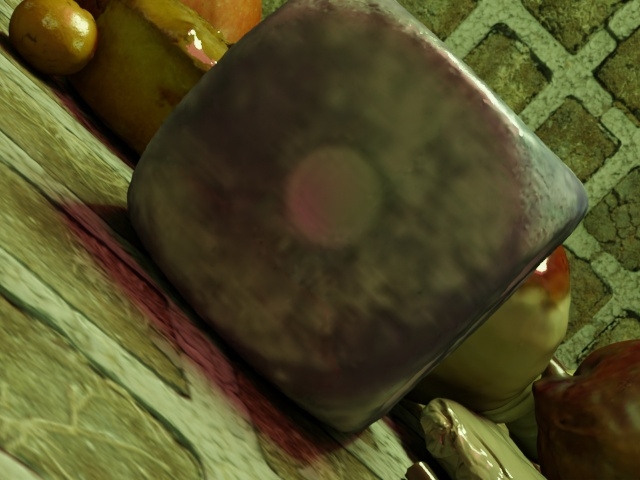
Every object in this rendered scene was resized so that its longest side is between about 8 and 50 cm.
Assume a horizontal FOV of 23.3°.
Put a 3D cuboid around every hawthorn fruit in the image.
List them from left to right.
[{"bbox_3d":[0.395,0.245,1.706,0.325,0.308,0.308,27,17,-39],"label":"hawthorn fruit"}]

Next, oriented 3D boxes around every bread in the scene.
[{"bbox_3d":[-0.133,-0.145,1.522,0.268,0.145,0.268,42,3,-3],"label":"bread"}]

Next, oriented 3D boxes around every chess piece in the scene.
[{"bbox_3d":[0.214,0.167,1.815,0.307,0.124,0.139,31,-13,-39],"label":"chess piece"}]

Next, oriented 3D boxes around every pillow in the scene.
[{"bbox_3d":[0.184,0.244,1.358,0.270,0.067,0.173,52,9,37],"label":"pillow"}]

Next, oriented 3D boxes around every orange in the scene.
[{"bbox_3d":[-0.243,-0.190,1.418,0.083,0.070,0.083,41,9,-8],"label":"orange"}]

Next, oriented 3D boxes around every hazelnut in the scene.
[{"bbox_3d":[0.127,0.046,1.506,0.261,0.241,0.261,17,-35,13],"label":"hazelnut"}]

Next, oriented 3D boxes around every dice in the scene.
[{"bbox_3d":[0.030,-0.030,1.230,0.270,0.270,0.271,46,6,8],"label":"dice"}]

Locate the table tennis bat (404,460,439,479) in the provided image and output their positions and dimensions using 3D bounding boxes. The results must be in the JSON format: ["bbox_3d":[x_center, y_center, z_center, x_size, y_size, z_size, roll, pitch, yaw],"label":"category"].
[{"bbox_3d":[0.159,0.207,1.214,0.170,0.119,0.107,50,6,29],"label":"table tennis bat"}]

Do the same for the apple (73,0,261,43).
[{"bbox_3d":[-0.186,-0.302,1.897,0.251,0.206,0.272,45,5,-23],"label":"apple"}]
